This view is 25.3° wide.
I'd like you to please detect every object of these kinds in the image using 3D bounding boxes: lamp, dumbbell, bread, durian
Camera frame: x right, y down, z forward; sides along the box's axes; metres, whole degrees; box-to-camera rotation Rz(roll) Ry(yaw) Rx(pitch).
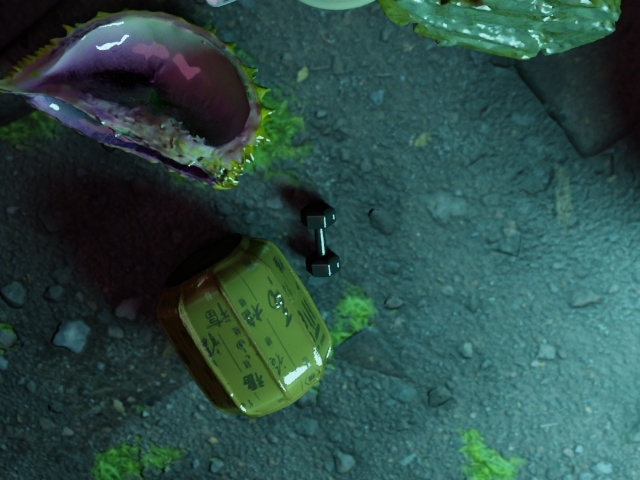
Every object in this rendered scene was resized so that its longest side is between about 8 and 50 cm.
[{"bbox_3d":[-0.084,0.096,1.591,0.161,0.161,0.185,-28,105,19],"label":"lamp"},{"bbox_3d":[0.000,0.000,1.598,0.040,0.036,0.083,-2,113,9],"label":"dumbbell"},{"bbox_3d":[0.157,-0.257,1.357,0.257,0.124,0.186,8,157,-13],"label":"bread"},{"bbox_3d":[-0.176,-0.158,1.512,0.260,0.154,0.186,36,92,-4],"label":"durian"}]

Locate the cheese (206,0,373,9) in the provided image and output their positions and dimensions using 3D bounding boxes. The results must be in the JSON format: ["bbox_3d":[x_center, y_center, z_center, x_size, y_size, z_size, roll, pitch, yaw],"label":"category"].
[{"bbox_3d":[-0.018,-0.292,1.462,0.227,0.064,0.137,-16,109,16],"label":"cheese"}]
